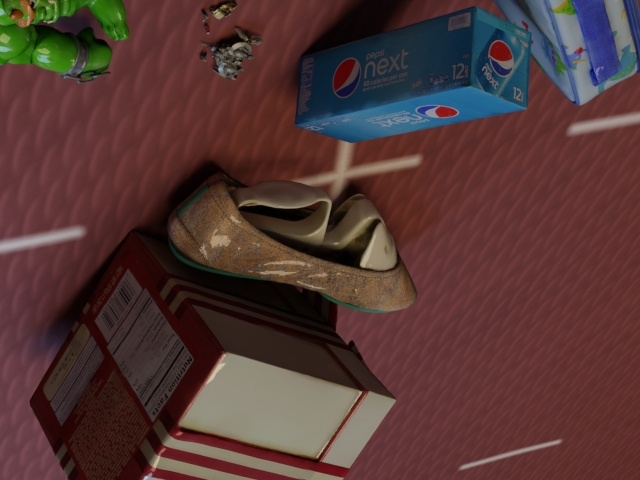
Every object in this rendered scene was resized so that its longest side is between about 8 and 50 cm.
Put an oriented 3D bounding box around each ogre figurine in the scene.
[{"bbox_3d":[-0.194,-0.193,0.861,0.118,0.097,0.197,-21,163,-34],"label":"ogre figurine"}]

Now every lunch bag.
[{"bbox_3d":[0.184,-0.222,0.953,0.090,0.176,0.219,-30,142,5],"label":"lunch bag"}]

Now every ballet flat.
[{"bbox_3d":[0.000,0.000,1.194,0.316,0.107,0.106,12,124,-40],"label":"ballet flat"}]

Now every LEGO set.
[{"bbox_3d":[-0.078,-0.163,1.012,0.054,0.023,0.083,-30,143,8],"label":"LEGO set"}]

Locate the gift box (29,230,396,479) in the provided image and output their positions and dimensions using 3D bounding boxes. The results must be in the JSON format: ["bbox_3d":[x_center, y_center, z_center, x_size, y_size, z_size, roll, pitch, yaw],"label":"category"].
[{"bbox_3d":[-0.104,0.146,1.203,0.258,0.276,0.255,23,110,-40],"label":"gift box"}]

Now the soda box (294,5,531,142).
[{"bbox_3d":[0.072,-0.133,1.002,0.071,0.067,0.210,13,168,-40],"label":"soda box"}]
